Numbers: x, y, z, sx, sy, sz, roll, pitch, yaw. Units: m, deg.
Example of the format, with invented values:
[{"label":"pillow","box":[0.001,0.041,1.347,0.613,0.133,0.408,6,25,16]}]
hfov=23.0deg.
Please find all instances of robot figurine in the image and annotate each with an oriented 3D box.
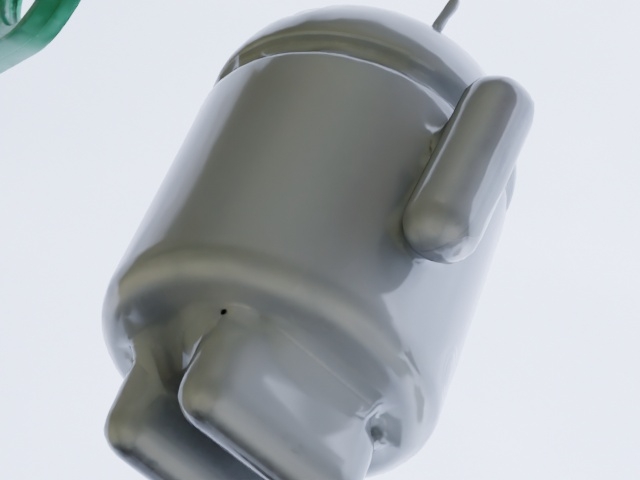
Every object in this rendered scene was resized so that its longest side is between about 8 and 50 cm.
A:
[{"label":"robot figurine","box":[0.000,0.000,0.935,0.300,0.200,0.353,-22,-146,43]}]

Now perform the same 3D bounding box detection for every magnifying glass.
[{"label":"magnifying glass","box":[-0.172,-0.102,0.801,0.231,0.026,0.092,-43,-141,38]}]
